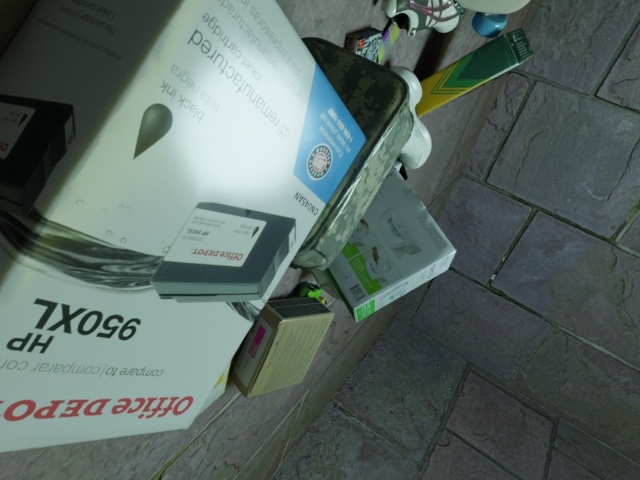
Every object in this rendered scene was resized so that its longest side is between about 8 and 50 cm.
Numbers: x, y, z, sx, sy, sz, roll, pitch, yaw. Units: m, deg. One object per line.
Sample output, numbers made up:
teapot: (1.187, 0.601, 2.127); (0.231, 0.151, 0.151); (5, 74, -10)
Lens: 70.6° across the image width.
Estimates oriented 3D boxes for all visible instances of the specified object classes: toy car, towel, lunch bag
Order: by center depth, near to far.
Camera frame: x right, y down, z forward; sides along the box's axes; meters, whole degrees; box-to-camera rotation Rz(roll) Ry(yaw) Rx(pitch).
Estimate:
lunch bag: (-0.004, -0.103, 0.703); (0.305, 0.212, 0.256); (-58, 161, -3)
towel: (0.137, -0.412, 0.925); (0.083, 0.009, 0.060); (-57, 162, -6)
toy car: (0.366, -0.629, 1.003); (0.219, 0.210, 0.238); (113, -14, -60)
toy car: (-0.014, 0.144, 1.300); (0.239, 0.053, 0.225); (-64, 161, 9)

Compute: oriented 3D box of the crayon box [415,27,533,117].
crayon box: (0.369, -0.430, 1.196); (0.323, 0.083, 0.203); (-22, -169, 40)

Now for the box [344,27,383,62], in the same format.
box: (0.070, -0.322, 0.856); (0.094, 0.027, 0.137); (-41, 154, -42)

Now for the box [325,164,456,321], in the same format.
box: (0.103, -0.010, 0.932); (0.231, 0.262, 0.127); (-30, 158, -6)

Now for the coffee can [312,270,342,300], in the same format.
coffee can: (0.125, 0.025, 1.234); (0.275, 0.201, 0.201); (-27, 143, -56)

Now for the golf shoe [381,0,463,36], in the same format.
golf shoe: (0.195, -0.461, 0.891); (0.120, 0.105, 0.273); (-53, 157, 19)

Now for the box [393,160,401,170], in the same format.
box: (0.115, -0.139, 1.149); (0.170, 0.091, 0.130); (-34, 148, -52)

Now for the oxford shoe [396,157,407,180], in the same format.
oxford shoe: (0.194, -0.172, 1.299); (0.083, 0.096, 0.227); (-44, 157, -44)

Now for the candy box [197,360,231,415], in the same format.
candy box: (-0.239, 0.293, 0.982); (0.105, 0.027, 0.206); (-31, 146, -49)

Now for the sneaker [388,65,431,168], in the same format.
sneaker: (0.179, -0.264, 1.094); (0.152, 0.114, 0.305); (-51, 144, -13)

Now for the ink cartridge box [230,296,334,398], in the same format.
ink cartridge box: (-0.095, 0.262, 1.134); (0.193, 0.088, 0.235); (4, 117, -48)

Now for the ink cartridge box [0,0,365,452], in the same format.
ink cartridge box: (-0.161, -0.023, 0.431); (0.395, 0.166, 0.285); (-59, 150, -2)
